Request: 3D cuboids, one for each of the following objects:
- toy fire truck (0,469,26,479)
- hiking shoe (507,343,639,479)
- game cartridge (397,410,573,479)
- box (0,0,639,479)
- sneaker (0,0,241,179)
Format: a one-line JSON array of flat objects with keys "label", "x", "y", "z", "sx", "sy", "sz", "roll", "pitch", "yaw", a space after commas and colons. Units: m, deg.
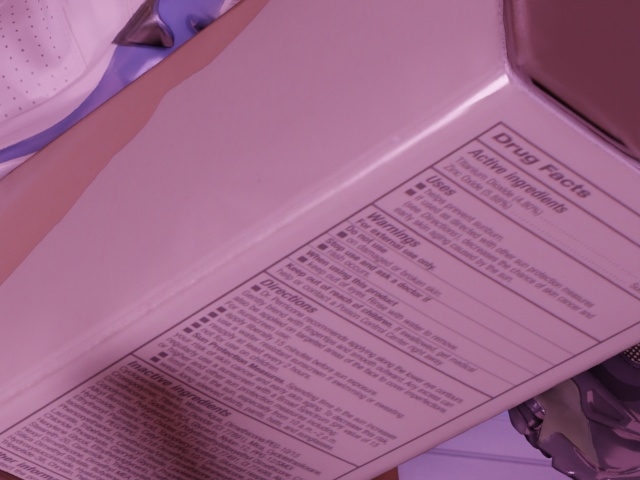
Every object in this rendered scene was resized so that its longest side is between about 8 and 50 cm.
[{"label": "toy fire truck", "x": -0.036, "y": 0.171, "z": 0.715, "sx": 0.217, "sy": 0.246, "sz": 0.158, "roll": -2, "pitch": 76, "yaw": 21}, {"label": "hiking shoe", "x": 0.179, "y": 0.068, "z": 0.693, "sx": 0.227, "sy": 0.086, "sz": 0.114, "roll": 26, "pitch": 89, "yaw": 25}, {"label": "game cartridge", "x": 0.131, "y": 0.010, "z": 0.803, "sx": 0.198, "sy": 0.062, "sz": 0.297, "roll": 4, "pitch": 78, "yaw": 18}, {"label": "box", "x": 0.000, "y": 0.000, "z": 0.732, "sx": 0.311, "sy": 0.148, "sz": 0.121, "roll": -31, "pitch": 43, "yaw": 34}, {"label": "sneaker", "x": -0.084, "y": -0.111, "z": 0.891, "sx": 0.315, "sy": 0.127, "sz": 0.182, "roll": -36, "pitch": 52, "yaw": 16}]
